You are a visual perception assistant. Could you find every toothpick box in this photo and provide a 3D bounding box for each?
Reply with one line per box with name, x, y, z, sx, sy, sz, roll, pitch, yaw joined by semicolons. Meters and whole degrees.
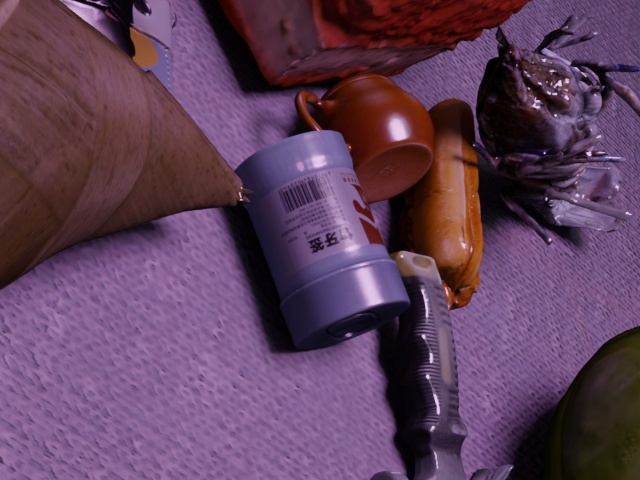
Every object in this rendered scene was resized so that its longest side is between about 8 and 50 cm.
toothpick box;0.000;0.000;1.155;0.101;0.101;0.153;-4;68;-50

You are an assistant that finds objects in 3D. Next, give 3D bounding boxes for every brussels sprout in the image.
brussels sprout;0.365;0.220;1.274;0.371;0.276;0.315;26;51;-28

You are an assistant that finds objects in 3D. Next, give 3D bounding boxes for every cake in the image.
cake;0.060;-0.317;1.273;0.270;0.319;0.269;-11;71;-57

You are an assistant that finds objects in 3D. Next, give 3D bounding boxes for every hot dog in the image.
hot dog;0.109;-0.034;1.324;0.076;0.102;0.249;3;49;0

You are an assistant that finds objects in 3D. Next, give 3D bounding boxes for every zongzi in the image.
zongzi;-0.205;0.033;0.792;0.467;0.218;0.500;31;45;-32

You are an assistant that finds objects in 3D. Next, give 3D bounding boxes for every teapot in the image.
teapot;0.038;-0.102;1.269;0.173;0.116;0.116;10;57;-48

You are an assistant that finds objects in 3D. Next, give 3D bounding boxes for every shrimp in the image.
shrimp;0.229;-0.096;1.375;0.410;0.166;0.221;74;22;-72

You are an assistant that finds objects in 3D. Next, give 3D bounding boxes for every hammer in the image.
hammer;0.091;0.123;1.202;0.159;0.041;0.226;11;65;-47

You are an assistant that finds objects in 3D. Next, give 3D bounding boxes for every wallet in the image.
wallet;-0.182;-0.188;1.110;0.170;0.069;0.231;24;47;-31
